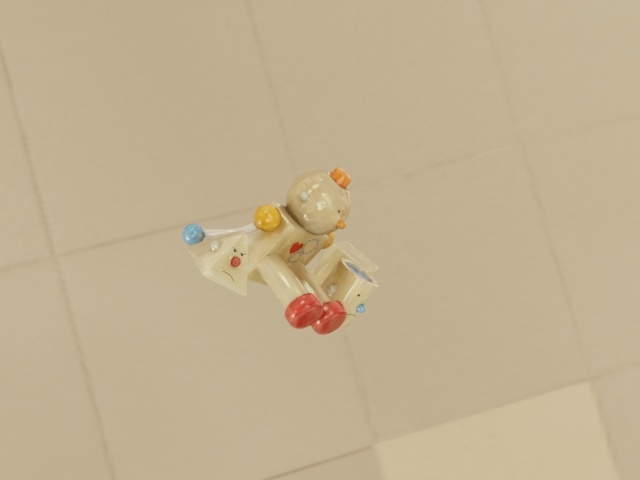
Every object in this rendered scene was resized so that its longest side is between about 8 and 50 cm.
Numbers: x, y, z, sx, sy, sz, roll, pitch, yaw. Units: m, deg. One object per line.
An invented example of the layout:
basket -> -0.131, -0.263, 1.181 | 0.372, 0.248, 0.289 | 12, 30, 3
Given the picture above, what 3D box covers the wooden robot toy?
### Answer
wooden robot toy -> 0.000, 0.000, 0.776 | 0.076, 0.173, 0.079 | 44, 104, 29
